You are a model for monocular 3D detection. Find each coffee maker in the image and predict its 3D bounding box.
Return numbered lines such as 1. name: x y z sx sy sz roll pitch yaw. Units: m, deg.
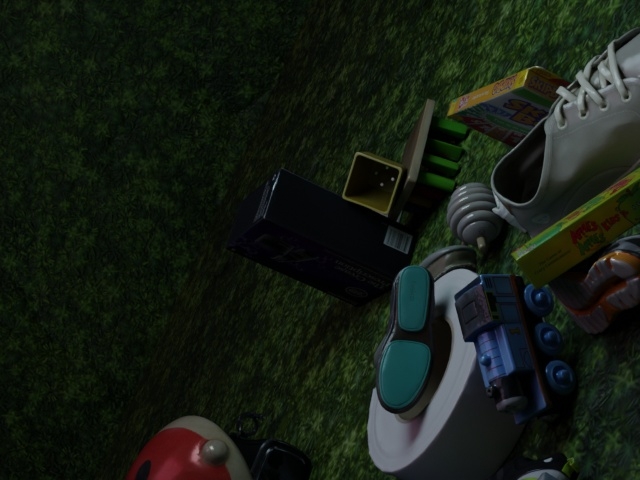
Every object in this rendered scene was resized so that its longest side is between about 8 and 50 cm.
1. coffee maker: -0.106 0.372 2.270 0.178 0.120 0.171 -12 75 58

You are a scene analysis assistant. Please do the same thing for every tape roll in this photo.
1. tape roll: 0.171 0.183 1.746 0.286 0.100 0.286 -56 19 31

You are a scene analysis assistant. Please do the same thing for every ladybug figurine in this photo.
1. ladybug figurine: -0.227 0.471 2.213 0.305 0.162 0.449 48 141 32

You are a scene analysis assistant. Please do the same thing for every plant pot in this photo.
1. plant pot: 0.094 -0.098 2.194 0.083 0.081 0.081 -32 -38 -68

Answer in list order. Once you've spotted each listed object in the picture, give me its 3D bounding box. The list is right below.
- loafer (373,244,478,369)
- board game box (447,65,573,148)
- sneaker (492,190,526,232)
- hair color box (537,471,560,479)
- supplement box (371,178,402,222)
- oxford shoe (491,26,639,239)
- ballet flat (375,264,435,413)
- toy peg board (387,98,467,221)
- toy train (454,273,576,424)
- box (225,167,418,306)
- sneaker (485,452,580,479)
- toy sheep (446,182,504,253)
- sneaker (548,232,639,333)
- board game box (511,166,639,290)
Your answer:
1. loafer: 0.163 0.116 1.921 0.087 0.094 0.251 57 134 42
2. board game box: 0.284 -0.180 1.866 0.259 0.124 0.039 -19 49 69
3. sneaker: 0.273 -0.082 1.878 0.053 0.061 0.152 -52 19 44
4. hair color box: 0.162 0.429 1.307 0.374 0.114 0.185 -61 -1 18
5. supplement box: 0.118 -0.059 2.371 0.062 0.036 0.098 -35 34 61
6. oxford shoe: 0.355 -0.162 1.616 0.449 0.130 0.169 -51 20 38
7. ballet flat: 0.112 0.132 1.724 0.074 0.074 0.203 -38 38 58
8. toy peg board: 0.178 -0.118 2.235 0.160 0.079 0.161 112 175 -62
9. toy train: 0.225 0.125 1.578 0.080 0.105 0.184 -45 50 53
10. box: 0.000 0.000 2.255 0.184 0.261 0.103 -33 36 63
11. sneaker: 0.219 0.295 1.519 0.097 0.084 0.235 -47 6 -32
12. toy sheep: 0.221 -0.032 1.931 0.091 0.091 0.132 -54 33 34
13. sneaker: 0.327 0.044 1.517 0.083 0.084 0.215 -40 2 -20
14. board game box: 0.304 -0.015 1.525 0.181 0.043 0.092 -34 0 6
